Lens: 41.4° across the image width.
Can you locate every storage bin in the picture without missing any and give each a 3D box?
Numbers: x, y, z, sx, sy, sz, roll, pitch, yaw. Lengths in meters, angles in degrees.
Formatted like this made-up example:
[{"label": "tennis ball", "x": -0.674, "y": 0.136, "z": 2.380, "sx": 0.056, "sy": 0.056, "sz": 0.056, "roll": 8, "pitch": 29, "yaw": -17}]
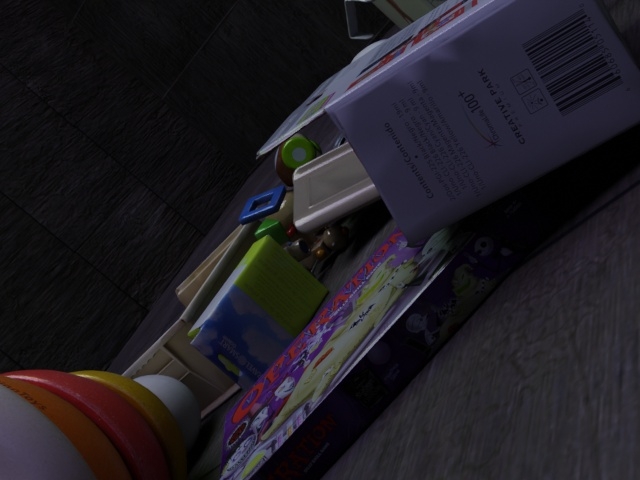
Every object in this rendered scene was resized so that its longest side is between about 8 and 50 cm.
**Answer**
[{"label": "storage bin", "x": -0.165, "y": 0.130, "z": 1.218, "sx": 0.260, "sy": 0.123, "sz": 0.262, "roll": -41, "pitch": 13, "yaw": 36}]

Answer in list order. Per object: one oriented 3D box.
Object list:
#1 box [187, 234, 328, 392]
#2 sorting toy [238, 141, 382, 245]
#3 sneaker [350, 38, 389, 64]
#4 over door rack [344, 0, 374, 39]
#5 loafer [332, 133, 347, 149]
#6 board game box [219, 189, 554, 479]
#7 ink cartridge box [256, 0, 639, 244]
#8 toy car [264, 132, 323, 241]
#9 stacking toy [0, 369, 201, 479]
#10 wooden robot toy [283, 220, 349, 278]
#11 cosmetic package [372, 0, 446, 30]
[{"label": "box", "x": -0.077, "y": 0.093, "z": 1.015, "sx": 0.042, "sy": 0.109, "sz": 0.178, "roll": -29, "pitch": 22, "yaw": 53}, {"label": "sorting toy", "x": 0.051, "y": -0.082, "z": 1.149, "sx": 0.348, "sy": 0.047, "sz": 0.196, "roll": -27, "pitch": 24, "yaw": 9}, {"label": "sneaker", "x": 0.099, "y": -0.241, "z": 1.291, "sx": 0.123, "sy": 0.105, "sz": 0.290, "roll": -35, "pitch": 19, "yaw": -22}, {"label": "over door rack", "x": 0.208, "y": -0.364, "z": 1.081, "sx": 0.324, "sy": 0.108, "sz": 0.239, "roll": 0, "pitch": 30, "yaw": 41}, {"label": "loafer", "x": 0.124, "y": -0.222, "z": 1.452, "sx": 0.267, "sy": 0.096, "sz": 0.084, "roll": -57, "pitch": 31, "yaw": -7}, {"label": "board game box", "x": 0.040, "y": 0.082, "z": 0.745, "sx": 0.347, "sy": 0.056, "sz": 0.208, "roll": -48, "pitch": 6, "yaw": 5}, {"label": "ink cartridge box", "x": 0.115, "y": -0.129, "z": 0.740, "sx": 0.272, "sy": 0.130, "sz": 0.309, "roll": -29, "pitch": 13, "yaw": 20}, {"label": "toy car", "x": -0.052, "y": -0.059, "z": 1.326, "sx": 0.188, "sy": 0.149, "sz": 0.155, "roll": -42, "pitch": 1, "yaw": 6}, {"label": "stacking toy", "x": -0.245, "y": 0.249, "z": 0.872, "sx": 0.350, "sy": 0.350, "sz": 0.480, "roll": -46, "pitch": -9, "yaw": 18}, {"label": "wooden robot toy", "x": 0.000, "y": 0.000, "z": 1.165, "sx": 0.079, "sy": 0.076, "sz": 0.173, "roll": -30, "pitch": 19, "yaw": 30}, {"label": "cosmetic package", "x": 0.187, "y": -0.565, "z": 1.807, "sx": 0.153, "sy": 0.296, "sz": 0.129, "roll": -51, "pitch": 9, "yaw": -21}]
